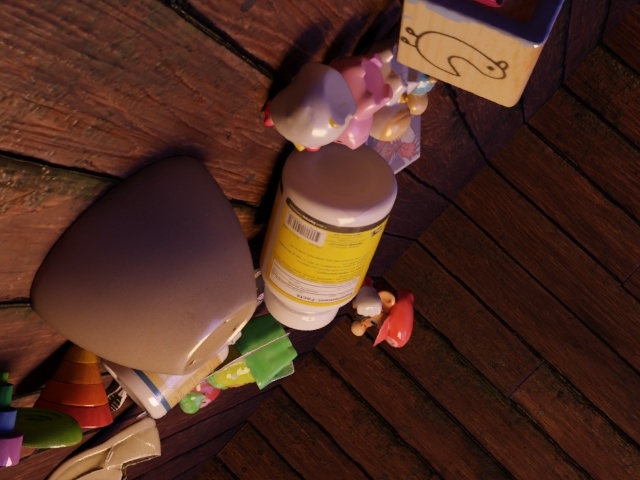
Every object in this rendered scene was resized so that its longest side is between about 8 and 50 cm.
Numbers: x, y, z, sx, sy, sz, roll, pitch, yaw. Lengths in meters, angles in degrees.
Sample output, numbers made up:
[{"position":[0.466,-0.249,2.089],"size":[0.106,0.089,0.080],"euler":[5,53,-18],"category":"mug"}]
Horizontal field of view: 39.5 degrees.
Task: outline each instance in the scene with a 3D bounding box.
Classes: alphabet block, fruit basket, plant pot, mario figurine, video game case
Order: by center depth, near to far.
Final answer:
[{"position":[-0.193,0.060,1.136],"size":[0.284,0.191,0.284],"euler":[-43,168,-11],"category":"plant pot"},{"position":[0.223,-0.324,1.182],"size":[0.193,0.192,0.197],"euler":[-63,171,-12],"category":"alphabet block"},{"position":[0.118,-0.194,1.574],"size":[0.201,0.023,0.183],"euler":[-36,135,-42],"category":"video game case"},{"position":[0.058,0.115,1.900],"size":[0.170,0.320,0.198],"euler":[-52,167,26],"category":"mario figurine"},{"position":[-0.218,0.298,1.950],"size":[0.353,0.165,0.327],"euler":[-35,176,-7],"category":"fruit basket"}]

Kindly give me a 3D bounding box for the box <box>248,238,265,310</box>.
[{"position":[-0.165,0.098,1.704],"size":[0.216,0.060,0.270],"euler":[-50,168,22],"category":"box"}]

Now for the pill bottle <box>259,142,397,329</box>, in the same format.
[{"position":[0.000,0.000,1.519],"size":[0.188,0.188,0.333],"euler":[-37,157,-38],"category":"pill bottle"}]

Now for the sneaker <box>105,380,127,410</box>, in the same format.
[{"position":[-0.366,0.274,1.650],"size":[0.109,0.040,0.044],"euler":[-52,169,29],"category":"sneaker"}]

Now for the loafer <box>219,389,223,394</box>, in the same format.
[{"position":[-0.263,0.332,2.210],"size":[0.056,0.050,0.148],"euler":[-38,151,-49],"category":"loafer"}]

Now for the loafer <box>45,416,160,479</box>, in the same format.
[{"position":[-0.446,0.467,1.837],"size":[0.269,0.092,0.102],"euler":[-31,165,-14],"category":"loafer"}]

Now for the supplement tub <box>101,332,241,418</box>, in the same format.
[{"position":[-0.246,0.181,1.484],"size":[0.200,0.144,0.144],"euler":[-42,168,-19],"category":"supplement tub"}]

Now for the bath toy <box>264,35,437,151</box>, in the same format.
[{"position":[0.044,-0.200,1.274],"size":[0.129,0.151,0.348],"euler":[-11,-169,35],"category":"bath toy"}]

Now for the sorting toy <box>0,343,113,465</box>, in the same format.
[{"position":[-0.365,0.197,1.182],"size":[0.365,0.127,0.126],"euler":[27,72,-86],"category":"sorting toy"}]

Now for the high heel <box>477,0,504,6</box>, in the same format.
[{"position":[0.173,-0.399,0.860],"size":[0.127,0.181,0.377],"euler":[-42,168,-20],"category":"high heel"}]
